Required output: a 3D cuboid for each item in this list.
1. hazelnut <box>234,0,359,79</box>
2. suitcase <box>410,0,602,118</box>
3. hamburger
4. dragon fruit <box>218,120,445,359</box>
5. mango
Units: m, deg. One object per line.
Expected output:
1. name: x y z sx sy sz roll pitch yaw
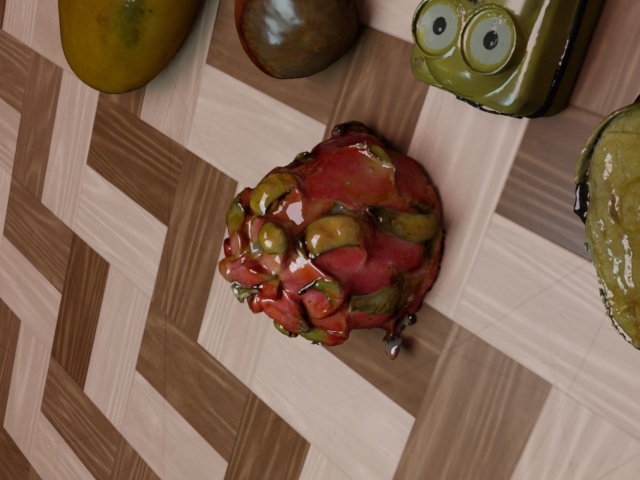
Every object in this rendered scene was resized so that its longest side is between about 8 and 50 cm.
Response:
1. hazelnut: -0.031 -0.345 1.183 0.186 0.210 0.210 24 112 15
2. suitcase: 0.217 -0.270 0.957 0.194 0.143 0.234 30 114 38
3. hamburger: 0.377 -0.027 0.798 0.265 0.134 0.284 -170 74 -64
4. dragon fruit: 0.000 0.000 1.109 0.314 0.263 0.296 51 125 29
5. mango: -0.356 -0.455 1.448 0.300 0.232 0.445 55 133 21
